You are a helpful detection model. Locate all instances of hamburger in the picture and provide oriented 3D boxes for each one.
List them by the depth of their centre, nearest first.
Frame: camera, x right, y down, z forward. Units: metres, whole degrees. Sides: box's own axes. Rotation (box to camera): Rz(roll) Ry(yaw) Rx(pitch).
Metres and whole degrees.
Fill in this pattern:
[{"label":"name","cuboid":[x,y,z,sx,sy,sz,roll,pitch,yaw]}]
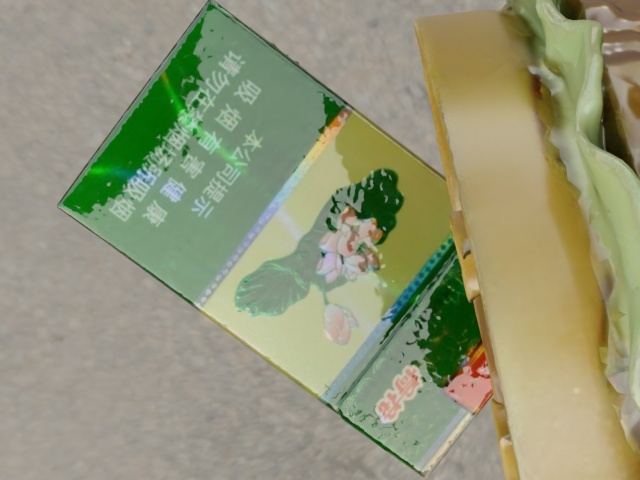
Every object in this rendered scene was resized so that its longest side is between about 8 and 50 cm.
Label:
[{"label":"hamburger","cuboid":[0.158,0.014,0.491,0.212,0.274,0.274,-12,84,4]}]

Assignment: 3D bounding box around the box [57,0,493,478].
[{"label":"box","cuboid":[0.000,0.000,0.718,0.235,0.034,0.132,38,95,-5]}]
